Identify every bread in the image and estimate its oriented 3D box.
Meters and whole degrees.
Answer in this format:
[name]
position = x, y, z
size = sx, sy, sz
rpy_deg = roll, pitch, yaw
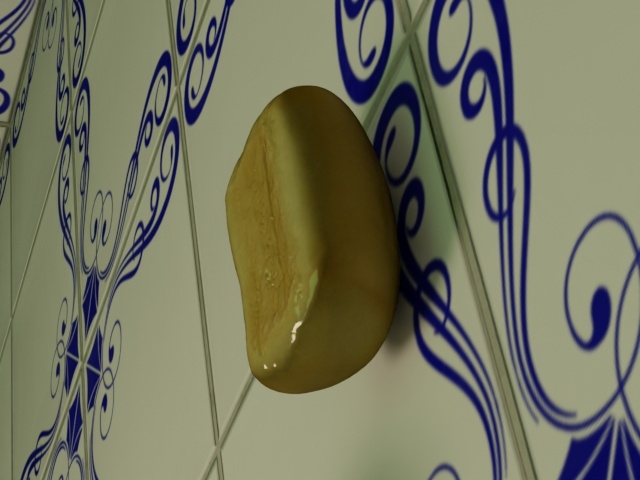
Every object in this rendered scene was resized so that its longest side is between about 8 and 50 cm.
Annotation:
[bread]
position = 0.000, 0.000, 1.100
size = 0.147, 0.098, 0.217
rpy_deg = 119, 150, -45
